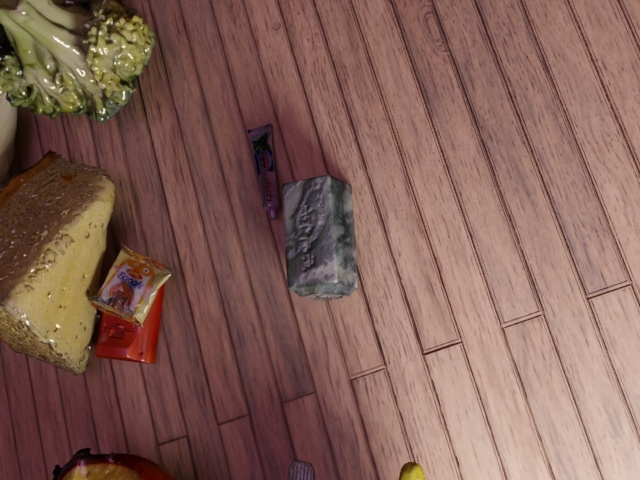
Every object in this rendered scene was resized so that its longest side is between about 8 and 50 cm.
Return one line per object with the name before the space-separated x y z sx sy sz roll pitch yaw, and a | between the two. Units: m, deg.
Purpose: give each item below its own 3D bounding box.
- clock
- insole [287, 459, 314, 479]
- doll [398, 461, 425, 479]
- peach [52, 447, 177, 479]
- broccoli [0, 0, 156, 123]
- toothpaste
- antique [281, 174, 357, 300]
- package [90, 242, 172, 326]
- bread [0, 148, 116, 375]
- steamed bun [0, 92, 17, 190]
clock | -0.338 0.132 1.468 0.113 0.061 0.155 2 80 24
insole | -0.035 0.436 1.299 0.064 0.004 0.189 -1 81 25
doll | 0.072 0.536 1.053 0.161 0.348 0.423 10 122 28
peach | -0.264 0.481 1.286 0.361 0.201 0.258 17 80 38
broccoli | -0.474 -0.357 1.489 0.293 0.281 0.348 -41 65 1
toothpaste | -0.090 -0.115 1.408 0.045 0.028 0.170 -15 71 16
antique | 0.000 0.000 1.311 0.088 0.086 0.183 -10 77 25
package | -0.321 0.079 1.428 0.108 0.031 0.121 25 81 16
bread | -0.480 0.048 1.522 0.248 0.279 0.315 13 48 35
steamed bun | -0.745 -0.216 1.625 0.272 0.273 0.291 -2 73 41
